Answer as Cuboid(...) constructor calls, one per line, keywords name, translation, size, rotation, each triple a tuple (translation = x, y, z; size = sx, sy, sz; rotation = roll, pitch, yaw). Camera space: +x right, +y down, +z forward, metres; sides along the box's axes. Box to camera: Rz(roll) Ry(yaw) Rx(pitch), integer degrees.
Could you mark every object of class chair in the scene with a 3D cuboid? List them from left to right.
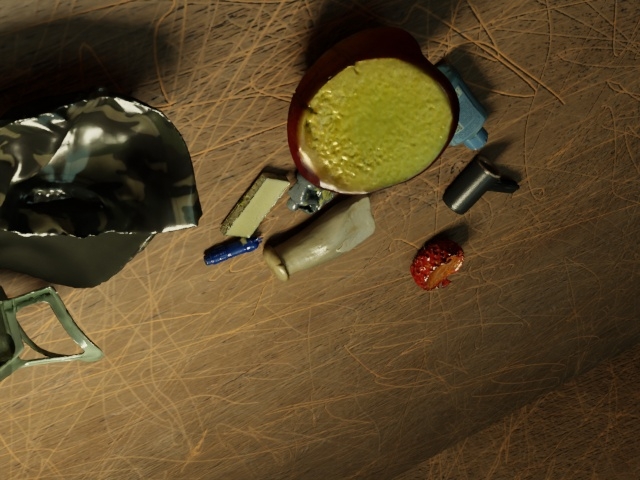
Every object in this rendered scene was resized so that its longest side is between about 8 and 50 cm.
Cuboid(name="chair", translation=(-0.508, 0.164, 1.371), size=(0.274, 0.191, 0.203), rotation=(-27, -170, -41))

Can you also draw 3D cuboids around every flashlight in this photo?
Cuboid(name="flashlight", translation=(-0.169, 0.015, 1.681), size=(0.121, 0.035, 0.057), rotation=(-21, 172, -12))

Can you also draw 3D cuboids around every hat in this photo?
Cuboid(name="hat", translation=(-0.400, -0.066, 1.280), size=(0.366, 0.257, 0.381), rotation=(9, 169, -39))

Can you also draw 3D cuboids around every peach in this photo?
Cuboid(name="peach", translation=(0.074, -0.195, 1.403), size=(0.274, 0.249, 0.245), rotation=(-33, 175, 0))

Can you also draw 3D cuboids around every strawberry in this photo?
Cuboid(name="strawberry", translation=(0.280, 0.054, 2.094), size=(0.145, 0.086, 0.145), rotation=(-23, 150, -14))

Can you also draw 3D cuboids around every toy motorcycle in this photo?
Cuboid(name="toy motorcycle", translation=(-0.014, -0.105, 1.616), size=(0.124, 0.061, 0.193), rotation=(-39, 160, -20))

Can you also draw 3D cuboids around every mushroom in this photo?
Cuboid(name="mushroom", translation=(0.004, -0.001, 1.759), size=(0.247, 0.096, 0.108), rotation=(-30, 175, 2))

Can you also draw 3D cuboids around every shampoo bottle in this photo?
Cuboid(name="shampoo bottle", translation=(0.261, -0.244, 1.677), size=(0.104, 0.061, 0.258), rotation=(-41, 148, 11))

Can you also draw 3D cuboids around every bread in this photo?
Cuboid(name="bread", translation=(-0.122, -0.065, 1.614), size=(0.068, 0.028, 0.154), rotation=(7, 131, -48))

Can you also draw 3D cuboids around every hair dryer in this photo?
Cuboid(name="hair dryer", translation=(0.386, -0.115, 1.983), size=(0.255, 0.070, 0.128), rotation=(4, 134, -52))
